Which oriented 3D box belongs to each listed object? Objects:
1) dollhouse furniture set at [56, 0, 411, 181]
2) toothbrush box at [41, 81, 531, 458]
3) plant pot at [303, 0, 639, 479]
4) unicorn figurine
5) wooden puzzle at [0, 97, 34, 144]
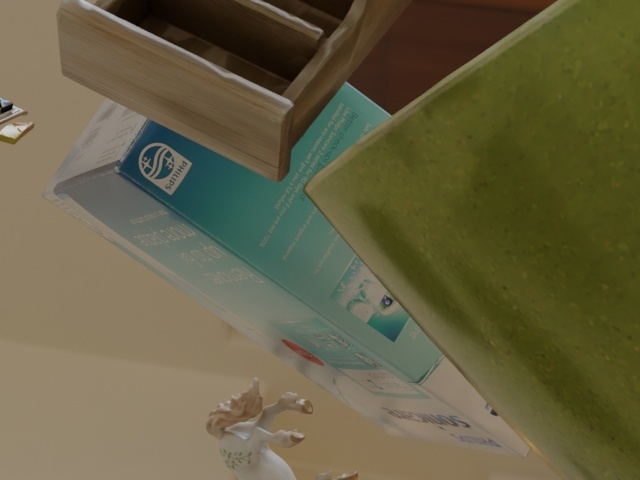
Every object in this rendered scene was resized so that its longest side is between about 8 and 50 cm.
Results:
[{"bbox_3d":[-0.015,-0.170,0.654,0.161,0.212,0.242,-53,-19,-33],"label":"dollhouse furniture set"},{"bbox_3d":[0.000,0.000,1.056,0.126,0.295,0.216,-59,16,-13],"label":"toothbrush box"},{"bbox_3d":[0.189,0.031,0.540,0.293,0.275,0.275,57,-166,0],"label":"plant pot"},{"bbox_3d":[-0.032,0.186,1.280,0.060,0.111,0.162,-15,-102,-61],"label":"unicorn figurine"},{"bbox_3d":[-0.288,-0.111,1.427,0.078,0.116,0.014,-42,-32,-63],"label":"wooden puzzle"}]
